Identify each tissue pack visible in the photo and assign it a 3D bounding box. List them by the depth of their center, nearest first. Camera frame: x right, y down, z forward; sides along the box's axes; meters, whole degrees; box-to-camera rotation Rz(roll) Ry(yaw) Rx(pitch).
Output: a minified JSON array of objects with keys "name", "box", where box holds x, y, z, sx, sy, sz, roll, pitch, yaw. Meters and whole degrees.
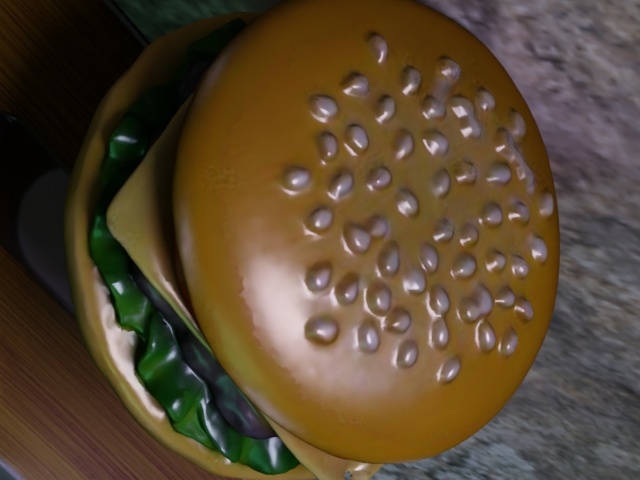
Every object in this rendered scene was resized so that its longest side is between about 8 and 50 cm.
[{"name":"tissue pack","box":[-0.133,0.002,0.771,0.136,0.159,0.246,5,146,45]}]

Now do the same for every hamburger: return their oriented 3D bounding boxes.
[{"name":"hamburger","box":[0.000,0.000,0.627,0.162,0.162,0.115,43,151,-26]}]
